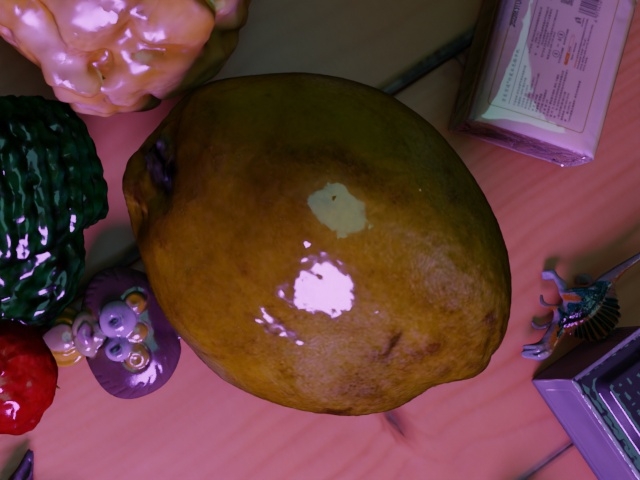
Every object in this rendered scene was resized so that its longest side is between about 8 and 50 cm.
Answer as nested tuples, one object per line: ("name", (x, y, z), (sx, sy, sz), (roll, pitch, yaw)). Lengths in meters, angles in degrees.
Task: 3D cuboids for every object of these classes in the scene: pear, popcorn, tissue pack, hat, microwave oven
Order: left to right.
("hat", (-0.338, 0.033, 1.162), (0.274, 0.242, 0.332), (-14, 92, 19))
("popcorn", (-0.217, -0.336, 1.134), (0.354, 0.344, 0.390), (-40, 74, -7))
("pear", (0.000, 0.000, 1.167), (0.413, 0.352, 0.352), (37, 82, -17))
("tissue pack", (0.264, -0.221, 1.325), (0.159, 0.125, 0.234), (16, 86, -7))
("microwave oven", (0.370, 0.210, 1.303), (0.129, 0.163, 0.205), (-34, 90, -12))

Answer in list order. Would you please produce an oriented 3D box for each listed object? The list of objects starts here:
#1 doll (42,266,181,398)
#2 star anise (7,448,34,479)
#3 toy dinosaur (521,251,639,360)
("doll", (-0.238, 0.114, 1.242), (0.188, 0.096, 0.145), (-29, 85, 0))
("star anise", (-0.358, 0.321, 1.222), (0.208, 0.063, 0.171), (-7, 87, -10))
("toy dinosaur", (0.320, 0.076, 1.332), (0.187, 0.044, 0.106), (-16, 48, 14))
